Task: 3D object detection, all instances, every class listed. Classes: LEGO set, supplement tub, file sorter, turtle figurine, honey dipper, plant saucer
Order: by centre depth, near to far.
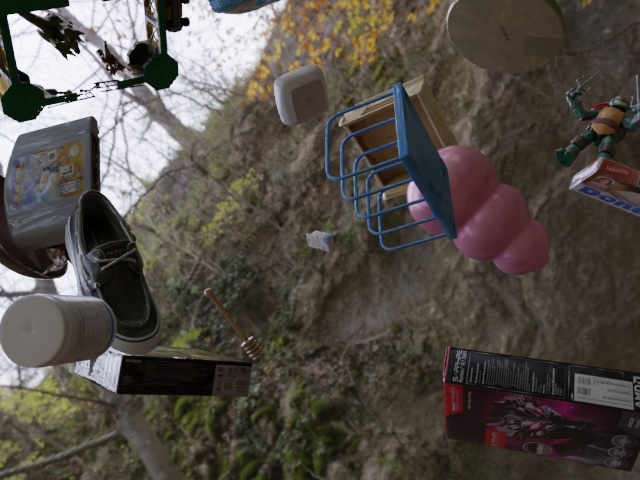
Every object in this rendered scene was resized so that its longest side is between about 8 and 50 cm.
[{"bbox_3d":[-0.259,0.089,0.626,0.071,0.071,0.107,-47,-11,2],"label":"supplement tub"},{"bbox_3d":[0.089,-0.081,0.775,0.104,0.118,0.170,-17,-39,23],"label":"file sorter"},{"bbox_3d":[-0.387,-0.338,0.948,0.331,0.192,0.255,-29,-39,-26],"label":"LEGO set"},{"bbox_3d":[-0.165,0.155,1.173,0.030,0.161,0.030,-38,5,4],"label":"honey dipper"},{"bbox_3d":[0.588,-0.243,1.286,0.234,0.175,0.118,-57,-48,-16],"label":"turtle figurine"},{"bbox_3d":[-0.682,-0.031,1.368,0.050,0.311,0.310,-35,-28,2],"label":"plant saucer"}]

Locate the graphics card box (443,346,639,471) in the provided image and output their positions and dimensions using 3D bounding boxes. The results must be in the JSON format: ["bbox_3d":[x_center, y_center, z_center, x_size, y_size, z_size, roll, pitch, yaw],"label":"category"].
[{"bbox_3d":[0.428,0.330,1.221,0.233,0.370,0.094,78,-157,-45],"label":"graphics card box"}]

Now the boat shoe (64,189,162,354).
[{"bbox_3d":[-0.371,0.045,1.085,0.121,0.335,0.119,-14,-38,-36],"label":"boat shoe"}]

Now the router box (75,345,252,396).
[{"bbox_3d":[-0.345,0.282,1.379,0.308,0.243,0.081,13,-99,-39],"label":"router box"}]

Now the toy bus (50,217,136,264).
[{"bbox_3d":[-0.570,-0.053,1.490,0.149,0.211,0.220,-44,-55,3],"label":"toy bus"}]

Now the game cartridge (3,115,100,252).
[{"bbox_3d":[-0.569,-0.125,1.329,0.198,0.297,0.062,-12,-29,-1],"label":"game cartridge"}]

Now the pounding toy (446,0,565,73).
[{"bbox_3d":[0.298,-0.379,0.966,0.237,0.183,0.110,70,-141,-61],"label":"pounding toy"}]

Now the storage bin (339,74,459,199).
[{"bbox_3d":[0.221,-0.275,1.722,0.262,0.260,0.123,55,-144,-26],"label":"storage bin"}]

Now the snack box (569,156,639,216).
[{"bbox_3d":[0.381,-0.044,0.706,0.064,0.178,0.022,110,-179,-76],"label":"snack box"}]

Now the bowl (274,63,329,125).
[{"bbox_3d":[-0.041,-0.368,1.607,0.142,0.053,0.142,-25,-51,-16],"label":"bowl"}]

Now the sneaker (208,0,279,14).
[{"bbox_3d":[-0.119,-0.525,1.284,0.092,0.228,0.087,-34,-63,-57],"label":"sneaker"}]

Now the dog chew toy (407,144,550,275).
[{"bbox_3d":[0.350,-0.053,1.352,0.206,0.332,0.206,-48,-8,-9],"label":"dog chew toy"}]

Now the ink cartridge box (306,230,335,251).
[{"bbox_3d":[0.000,0.000,1.870,0.028,0.083,0.048,-36,-53,-39],"label":"ink cartridge box"}]
